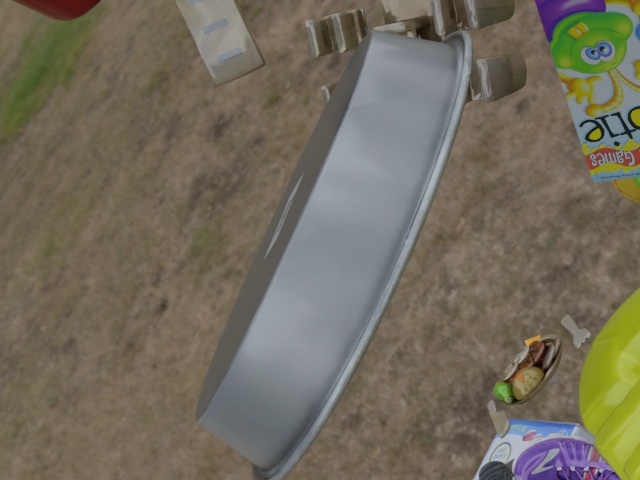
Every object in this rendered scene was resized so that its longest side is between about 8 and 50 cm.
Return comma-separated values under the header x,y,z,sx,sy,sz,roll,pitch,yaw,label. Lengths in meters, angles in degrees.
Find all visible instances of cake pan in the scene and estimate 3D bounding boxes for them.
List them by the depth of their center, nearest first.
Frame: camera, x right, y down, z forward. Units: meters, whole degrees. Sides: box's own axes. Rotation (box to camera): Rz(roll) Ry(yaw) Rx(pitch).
x,y,z,sx,sy,sz,roll,pitch,yaw,label
0.000,0.000,0.552,0.293,0.054,0.293,-155,90,-84,cake pan

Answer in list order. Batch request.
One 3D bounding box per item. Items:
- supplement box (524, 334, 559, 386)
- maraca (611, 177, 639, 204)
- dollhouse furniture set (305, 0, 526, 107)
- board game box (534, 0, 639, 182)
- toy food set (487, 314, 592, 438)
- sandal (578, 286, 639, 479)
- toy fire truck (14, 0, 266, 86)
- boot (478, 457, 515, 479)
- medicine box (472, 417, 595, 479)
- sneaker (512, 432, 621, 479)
x,y,z,sx,sy,sz,roll,pitch,yaw,label
0.463,0.254,1.921,0.036,0.098,0.062,-23,42,7,supplement box
0.441,-0.110,1.224,0.099,0.127,0.185,-31,6,36,maraca
0.113,-0.266,1.024,0.212,0.242,0.161,-2,17,38,dollhouse furniture set
0.311,-0.207,0.902,0.144,0.275,0.142,-7,47,28,board game box
0.296,0.180,1.311,0.192,0.038,0.132,-51,7,9,toy food set
0.189,0.124,0.332,0.126,0.138,0.317,-58,7,32,sandal
-0.160,-0.230,0.714,0.217,0.158,0.247,-30,63,26,toy fire truck
0.327,0.416,1.413,0.076,0.208,0.190,-29,64,15,boot
0.394,0.492,1.687,0.289,0.149,0.263,-58,11,-17,medicine box
0.289,0.245,0.969,0.169,0.071,0.068,-2,94,11,sneaker
